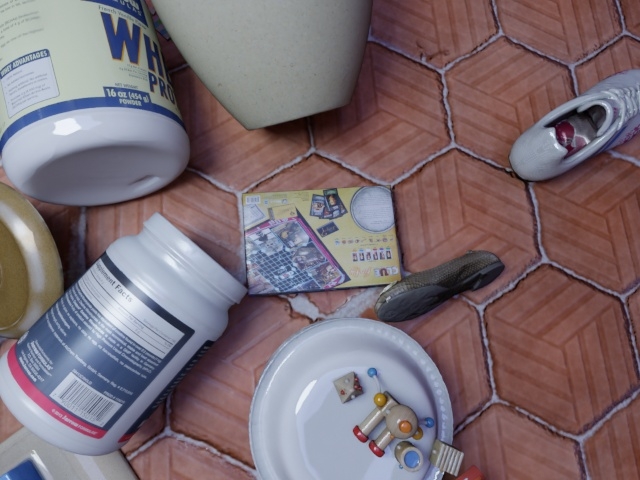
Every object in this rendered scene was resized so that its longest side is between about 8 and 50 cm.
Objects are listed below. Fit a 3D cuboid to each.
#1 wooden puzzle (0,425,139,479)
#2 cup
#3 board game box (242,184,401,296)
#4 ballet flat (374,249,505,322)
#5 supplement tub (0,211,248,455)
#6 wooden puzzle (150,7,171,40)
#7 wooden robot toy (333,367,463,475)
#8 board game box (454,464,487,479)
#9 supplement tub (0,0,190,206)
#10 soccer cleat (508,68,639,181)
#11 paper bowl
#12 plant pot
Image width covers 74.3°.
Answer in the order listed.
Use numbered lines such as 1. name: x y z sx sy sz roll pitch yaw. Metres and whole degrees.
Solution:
1. wooden puzzle: -0.398 0.443 0.549 0.347 0.080 0.322 -36 83 -10
2. cup: -0.062 -0.301 0.625 0.330 0.331 0.237 -17 107 -7
3. board game box: 0.000 0.000 0.684 0.243 0.042 0.165 -3 79 -5
4. ballet flat: 0.180 0.061 0.651 0.249 0.084 0.058 -16 53 -25
5. supplement tub: -0.250 0.117 0.567 0.191 0.191 0.272 40 79 4
6. wooden puzzle: -0.273 -0.390 0.758 0.083 0.006 0.049 44 79 5
7. wooden robot toy: 0.088 0.217 0.480 0.173 0.079 0.076 40 78 4
8. board game box: 0.116 0.427 0.570 0.281 0.145 0.027 -33 39 -9
9. supplement tub: -0.341 -0.237 0.607 0.235 0.235 0.325 -18 81 -7
10. soccer cleat: 0.474 -0.205 0.706 0.331 0.143 0.116 -33 83 -10
11. paper bowl: 0.043 0.250 0.586 0.284 0.148 0.285 1 79 -5
12. plant pot: -0.458 0.034 0.586 0.236 0.032 0.237 5 104 20
